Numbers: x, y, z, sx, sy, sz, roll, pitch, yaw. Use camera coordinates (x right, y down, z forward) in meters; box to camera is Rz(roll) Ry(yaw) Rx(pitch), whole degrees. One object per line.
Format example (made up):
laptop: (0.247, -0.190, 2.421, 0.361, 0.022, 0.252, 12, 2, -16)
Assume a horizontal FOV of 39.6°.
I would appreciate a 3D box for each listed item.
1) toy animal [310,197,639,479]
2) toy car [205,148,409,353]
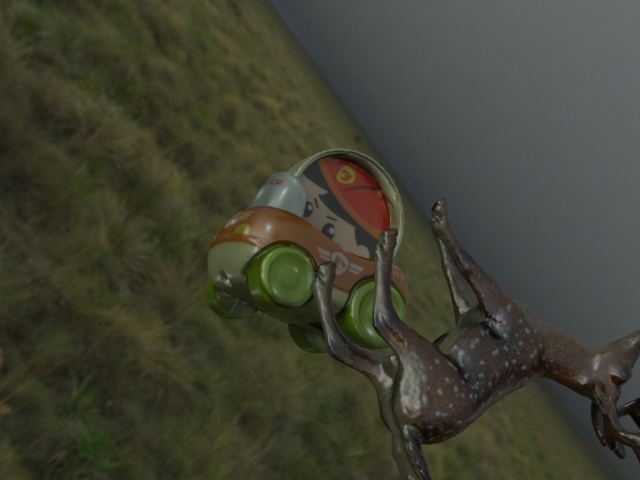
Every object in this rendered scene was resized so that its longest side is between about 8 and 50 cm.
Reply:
toy animal: (0.134, 0.093, 0.656, 0.260, 0.243, 0.087, 60, -24, 5)
toy car: (0.000, 0.000, 0.978, 0.235, 0.235, 0.145, 53, -30, -12)
